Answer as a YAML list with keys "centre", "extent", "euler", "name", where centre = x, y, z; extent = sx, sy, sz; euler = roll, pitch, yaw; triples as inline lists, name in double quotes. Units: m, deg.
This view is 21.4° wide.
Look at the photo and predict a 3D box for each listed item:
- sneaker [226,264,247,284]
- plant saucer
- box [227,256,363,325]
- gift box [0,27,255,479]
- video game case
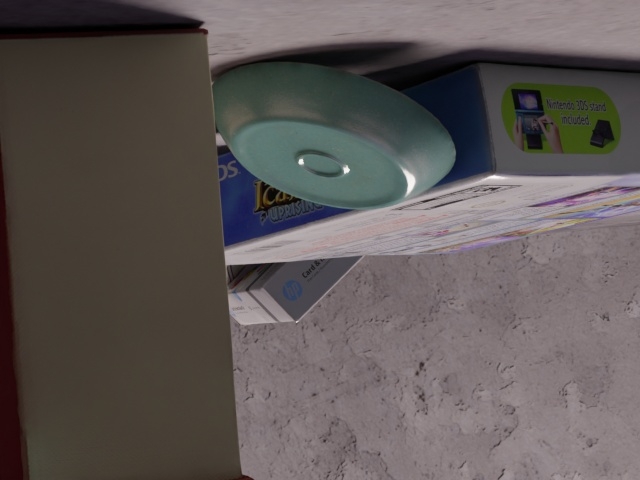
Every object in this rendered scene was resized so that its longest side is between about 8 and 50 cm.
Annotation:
- centre: [-0.060, -0.027, 1.182]
  extent: [0.085, 0.086, 0.237]
  euler: [25, 155, -17]
  name: "sneaker"
- centre: [0.003, -0.043, 0.787]
  extent: [0.119, 0.021, 0.119]
  euler: [13, 158, 5]
  name: "plant saucer"
- centre: [0.000, 0.000, 1.225]
  extent: [0.145, 0.038, 0.186]
  euler: [-44, -174, -12]
  name: "box"
- centre: [-0.143, 0.056, 0.707]
  extent: [0.276, 0.258, 0.255]
  euler: [-3, 177, -12]
  name: "gift box"
- centre: [0.081, -0.038, 0.971]
  extent: [0.244, 0.061, 0.269]
  euler: [-1, 171, -42]
  name: "video game case"
